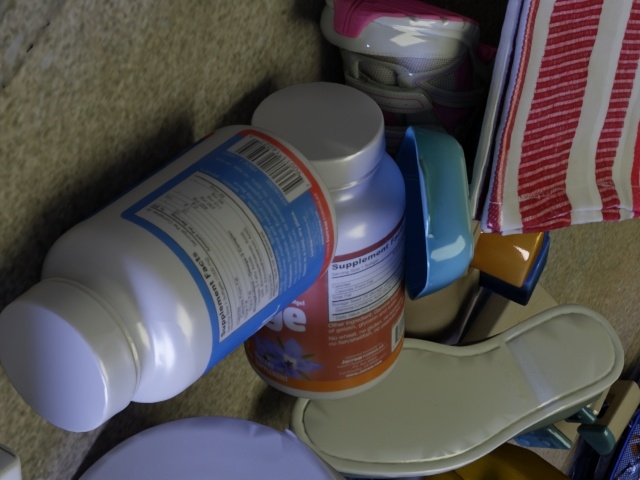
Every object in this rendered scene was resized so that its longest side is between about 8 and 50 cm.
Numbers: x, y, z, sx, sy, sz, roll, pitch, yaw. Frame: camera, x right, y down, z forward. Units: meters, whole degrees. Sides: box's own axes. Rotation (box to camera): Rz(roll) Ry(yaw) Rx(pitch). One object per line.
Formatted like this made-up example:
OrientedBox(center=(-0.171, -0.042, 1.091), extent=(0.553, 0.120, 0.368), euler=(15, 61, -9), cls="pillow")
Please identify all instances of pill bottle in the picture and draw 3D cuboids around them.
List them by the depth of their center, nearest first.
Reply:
OrientedBox(center=(-0.098, 0.025, 1.236), extent=(0.221, 0.124, 0.124), euler=(-38, 142, -42), cls="pill bottle")
OrientedBox(center=(0.000, 0.000, 1.398), extent=(0.121, 0.121, 0.216), euler=(-43, 145, -38), cls="pill bottle")

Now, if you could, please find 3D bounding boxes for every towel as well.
OrientedBox(center=(0.226, -0.126, 1.488), extent=(0.329, 0.037, 0.237), euler=(-6, 110, -55), cls="towel")

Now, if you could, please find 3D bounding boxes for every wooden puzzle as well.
OrientedBox(center=(0.180, -0.056, 1.634), extent=(0.348, 0.080, 0.322), euler=(-60, 170, -10), cls="wooden puzzle")

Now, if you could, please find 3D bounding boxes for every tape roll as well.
OrientedBox(center=(-0.059, 0.261, 1.365), extent=(0.246, 0.246, 0.169), euler=(-60, 153, -12), cls="tape roll")

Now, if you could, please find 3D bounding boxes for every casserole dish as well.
OrientedBox(center=(0.079, -0.019, 1.383), extent=(0.188, 0.037, 0.114), euler=(107, -23, -82), cls="casserole dish")

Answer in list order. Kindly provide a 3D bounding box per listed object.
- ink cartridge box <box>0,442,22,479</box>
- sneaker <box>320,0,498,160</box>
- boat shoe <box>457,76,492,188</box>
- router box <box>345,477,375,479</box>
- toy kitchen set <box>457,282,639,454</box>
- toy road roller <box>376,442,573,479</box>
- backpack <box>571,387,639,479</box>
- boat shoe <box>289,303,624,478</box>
OrientedBox(center=(-0.271, 0.259, 1.110), extent=(0.211, 0.121, 0.289), euler=(-40, 143, -42), cls="ink cartridge box")
OrientedBox(center=(0.067, -0.114, 1.446), extent=(0.252, 0.103, 0.111), euler=(22, 90, -63), cls="sneaker")
OrientedBox(center=(0.142, -0.103, 1.453), extent=(0.142, 0.049, 0.040), euler=(-62, 160, -8), cls="boat shoe")
OrientedBox(center=(0.027, 0.173, 1.679), extent=(0.122, 0.038, 0.092), euler=(-58, 152, -15), cls="router box")
OrientedBox(center=(0.186, 0.143, 1.925), extent=(0.207, 0.166, 0.122), euler=(45, 66, -23), cls="toy kitchen set")
OrientedBox(center=(0.175, 0.285, 1.718), extent=(0.241, 0.329, 0.202), euler=(19, 96, -22), cls="toy road roller")
OrientedBox(center=(0.415, 0.302, 2.330), extent=(0.263, 0.213, 0.276), euler=(-61, 158, 15), cls="backpack")
OrientedBox(center=(0.105, 0.137, 1.620), extent=(0.319, 0.116, 0.099), euler=(-15, 162, -31), cls="boat shoe")
